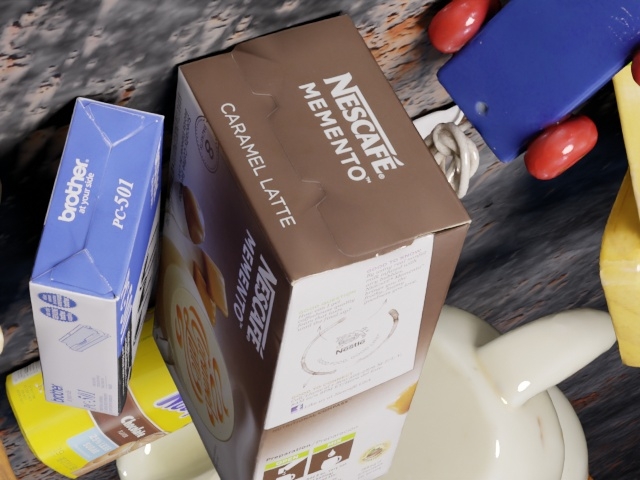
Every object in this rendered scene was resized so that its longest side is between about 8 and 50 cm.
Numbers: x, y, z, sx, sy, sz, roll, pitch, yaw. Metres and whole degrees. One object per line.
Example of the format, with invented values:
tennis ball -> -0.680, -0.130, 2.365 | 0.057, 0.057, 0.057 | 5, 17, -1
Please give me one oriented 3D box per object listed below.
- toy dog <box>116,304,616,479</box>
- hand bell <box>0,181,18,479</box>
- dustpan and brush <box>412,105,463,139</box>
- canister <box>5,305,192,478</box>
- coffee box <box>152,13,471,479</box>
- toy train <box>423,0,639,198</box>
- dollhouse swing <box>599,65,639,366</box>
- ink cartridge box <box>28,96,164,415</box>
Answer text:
toy dog -> 0.081, 0.173, 1.600 | 0.395, 0.284, 0.408 | -48, 161, 9
hand bell -> -0.164, 0.097, 0.928 | 0.126, 0.242, 0.126 | -24, 165, -7
dustpan and brush -> 0.000, 0.000, 1.210 | 0.211, 0.060, 0.147 | -22, 164, -16
canister -> -0.110, 0.089, 1.299 | 0.170, 0.073, 0.126 | -25, 164, 1
coffee box -> -0.014, 0.023, 1.027 | 0.098, 0.141, 0.246 | -18, 151, -20
toy train -> 0.129, -0.097, 1.065 | 0.143, 0.105, 0.248 | -30, 171, -45
dollhouse swing -> 0.364, -0.083, 1.250 | 0.347, 0.305, 0.315 | 0, -149, 21
ink cartridge box -> -0.113, 0.015, 1.006 | 0.046, 0.097, 0.207 | 12, 159, -1
